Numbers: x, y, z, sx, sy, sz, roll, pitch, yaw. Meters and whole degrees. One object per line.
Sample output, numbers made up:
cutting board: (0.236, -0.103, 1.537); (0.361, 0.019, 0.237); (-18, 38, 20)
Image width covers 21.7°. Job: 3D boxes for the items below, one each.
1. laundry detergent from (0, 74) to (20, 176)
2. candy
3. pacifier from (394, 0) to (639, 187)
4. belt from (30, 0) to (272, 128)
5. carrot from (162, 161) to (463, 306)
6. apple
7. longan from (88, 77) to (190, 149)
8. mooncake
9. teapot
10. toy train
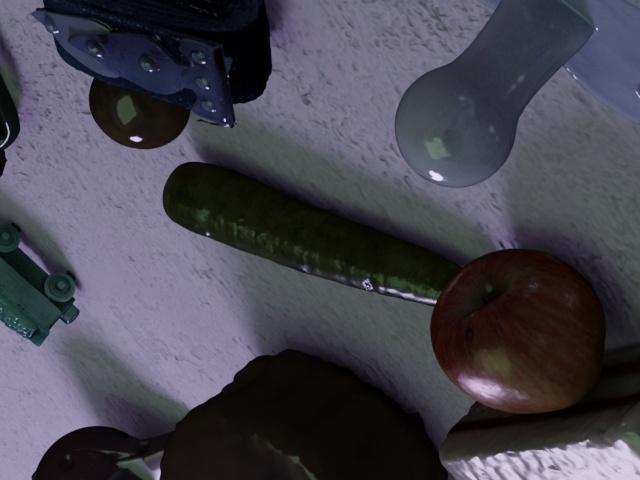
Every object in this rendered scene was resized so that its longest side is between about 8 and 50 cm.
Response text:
laundry detergent: (-0.390, -0.152, 1.844); (0.144, 0.078, 0.221); (12, 139, 34)
candy: (0.269, 0.202, 1.505); (0.179, 0.135, 0.321); (50, 148, -12)
pacifier: (0.132, -0.131, 1.141); (0.287, 0.226, 0.238); (42, 169, 0)
belt: (-0.144, -0.203, 1.455); (0.218, 0.122, 0.128); (18, 142, 23)
carrot: (0.000, 0.000, 1.614); (0.359, 0.074, 0.074); (20, 144, 27)
apple: (0.176, 0.082, 1.444); (0.131, 0.146, 0.146); (42, 153, -30)
longan: (-0.176, -0.140, 1.599); (0.113, 0.092, 0.113); (31, 150, 20)
mooncake: (-0.013, 0.288, 1.844); (0.324, 0.187, 0.324); (22, 130, 28)
teapot: (-0.233, 0.384, 2.263); (0.315, 0.233, 0.312); (-14, 120, 20)
toy train: (-0.381, 0.053, 2.079); (0.172, 0.099, 0.070); (42, 147, -2)
